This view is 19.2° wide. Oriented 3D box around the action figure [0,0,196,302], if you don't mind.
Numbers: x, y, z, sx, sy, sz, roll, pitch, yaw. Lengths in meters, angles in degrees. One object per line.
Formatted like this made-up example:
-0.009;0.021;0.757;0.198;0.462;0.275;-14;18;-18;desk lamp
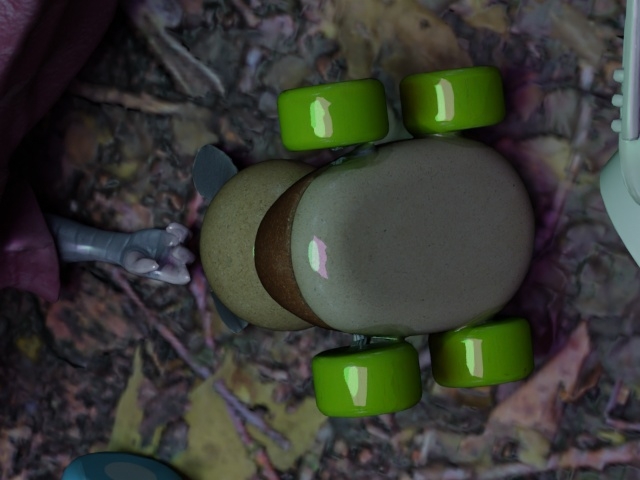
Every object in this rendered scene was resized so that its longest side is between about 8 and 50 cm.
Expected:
-0.217;-0.039;0.958;0.275;0.248;0.370;29;106;16;action figure

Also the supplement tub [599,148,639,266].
0.291;-0.078;0.749;0.235;0.235;0.325;45;112;9;supplement tub

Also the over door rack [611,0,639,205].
0.207;-0.166;0.592;0.239;0.108;0.324;5;106;40;over door rack

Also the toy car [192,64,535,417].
0.000;0.000;0.964;0.188;0.149;0.155;-3;96;51;toy car

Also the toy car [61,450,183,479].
-0.111;0.259;0.972;0.210;0.238;0.219;19;106;18;toy car
